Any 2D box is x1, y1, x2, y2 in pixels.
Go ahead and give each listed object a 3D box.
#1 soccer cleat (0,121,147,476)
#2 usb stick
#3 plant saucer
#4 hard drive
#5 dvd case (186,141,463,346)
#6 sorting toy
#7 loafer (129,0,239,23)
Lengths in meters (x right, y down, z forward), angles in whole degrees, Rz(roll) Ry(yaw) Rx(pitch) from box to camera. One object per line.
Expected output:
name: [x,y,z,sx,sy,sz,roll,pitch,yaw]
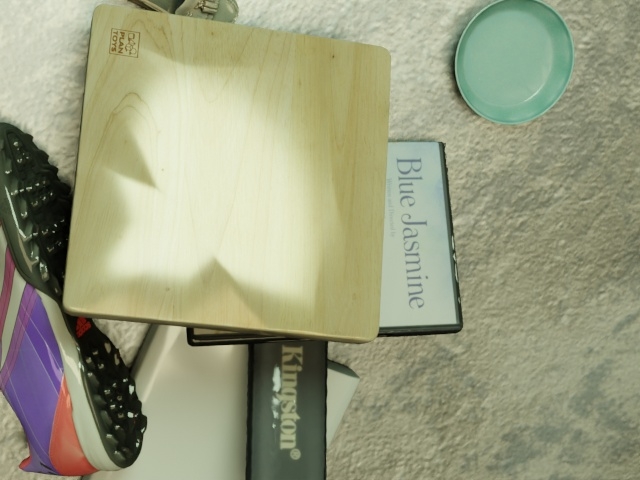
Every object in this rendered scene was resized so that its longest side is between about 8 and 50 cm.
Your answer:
soccer cleat: [-0.253,0.059,1.162,0.116,0.108,0.318,-13,104,18]
usb stick: [-0.029,0.133,1.210,0.077,0.045,0.278,6,76,-22]
plant saucer: [0.178,-0.168,1.257,0.119,0.021,0.119,-4,107,-15]
hard drive: [-0.117,0.230,1.275,0.203,0.040,0.307,22,98,-20]
dvd case: [0.000,0.000,1.212,0.253,0.022,0.180,-2,78,-16]
sorting toy: [-0.079,-0.046,1.143,0.256,0.089,0.257,7,76,-13]
loafer: [-0.127,-0.207,1.150,0.125,0.039,0.045,16,99,-19]
